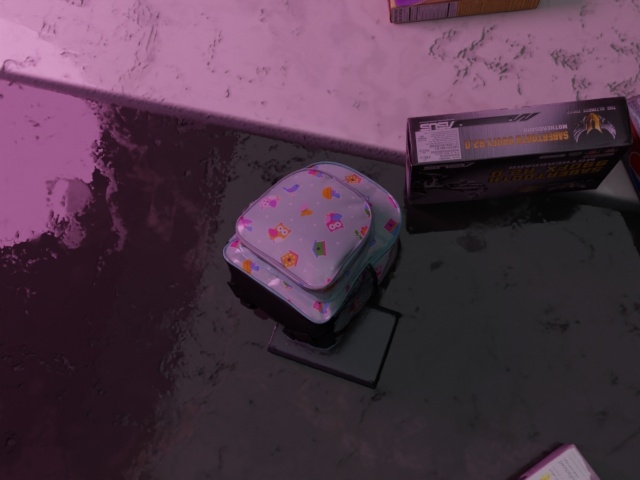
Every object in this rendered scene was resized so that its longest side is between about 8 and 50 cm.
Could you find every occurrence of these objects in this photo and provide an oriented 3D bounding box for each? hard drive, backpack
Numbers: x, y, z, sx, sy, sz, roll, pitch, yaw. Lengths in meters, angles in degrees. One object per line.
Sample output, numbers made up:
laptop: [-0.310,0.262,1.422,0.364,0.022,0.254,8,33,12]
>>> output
hard drive: [0.016,0.109,1.124,0.135,0.022,0.094,19,81,8]
backpack: [0.000,0.000,1.077,0.166,0.144,0.188,32,60,21]

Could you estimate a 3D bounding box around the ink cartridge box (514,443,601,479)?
ink cartridge box: [0.234,0.319,1.046,0.181,0.061,0.104,-36,78,-2]

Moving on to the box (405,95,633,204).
box: [0.210,-0.095,1.067,0.231,0.183,0.056,-5,78,3]

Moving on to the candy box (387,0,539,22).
candy box: [0.173,-0.338,1.183,0.187,0.053,0.109,-5,79,2]

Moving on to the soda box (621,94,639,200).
soda box: [0.423,-0.044,1.085,0.083,0.092,0.263,-20,78,-1]
